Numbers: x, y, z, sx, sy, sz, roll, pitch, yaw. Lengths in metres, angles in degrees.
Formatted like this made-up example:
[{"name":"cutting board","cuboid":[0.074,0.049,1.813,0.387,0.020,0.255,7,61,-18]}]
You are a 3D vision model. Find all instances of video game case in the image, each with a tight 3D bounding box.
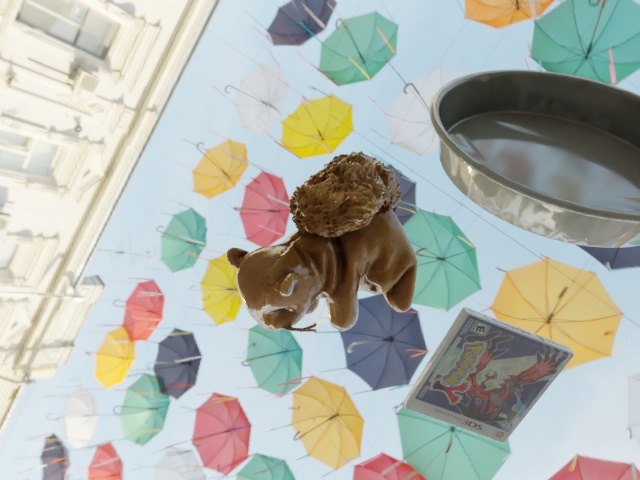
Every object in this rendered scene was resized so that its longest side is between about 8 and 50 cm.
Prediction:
[{"name":"video game case","cuboid":[0.256,0.216,0.724,0.183,0.023,0.201,21,-67,-6]}]

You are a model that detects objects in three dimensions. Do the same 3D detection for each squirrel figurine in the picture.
[{"name":"squirrel figurine","cuboid":[0.000,0.000,0.950,0.281,0.370,0.397,32,-58,41]}]

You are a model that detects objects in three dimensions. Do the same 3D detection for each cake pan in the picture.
[{"name":"cake pan","cuboid":[0.258,-0.098,0.494,0.293,0.293,0.054,39,-37,31]}]
